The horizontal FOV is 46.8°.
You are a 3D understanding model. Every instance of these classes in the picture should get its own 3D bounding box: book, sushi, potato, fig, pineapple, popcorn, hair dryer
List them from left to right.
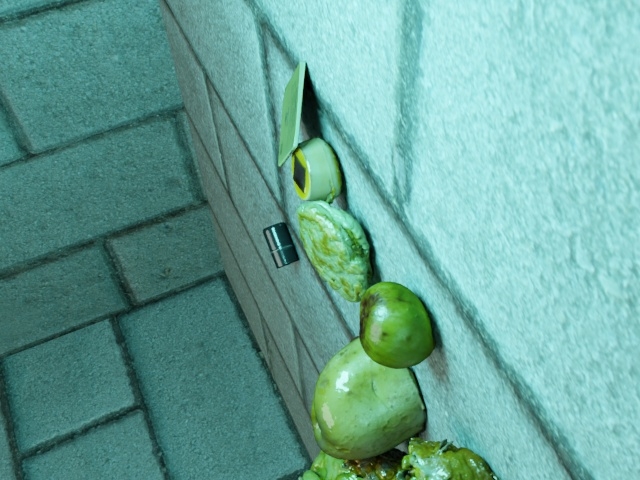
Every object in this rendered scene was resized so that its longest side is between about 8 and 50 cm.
[{"bbox_3d":[-0.118,0.019,2.194,0.219,0.071,0.124,115,135,-84],"label":"hair dryer"},{"bbox_3d":[-0.059,-0.246,1.466,0.192,0.013,0.168,158,117,-78],"label":"book"},{"bbox_3d":[0.082,0.630,1.920,0.270,0.258,0.224,-5,96,39],"label":"popcorn"},{"bbox_3d":[0.083,0.340,1.530,0.285,0.242,0.242,90,156,-50],"label":"potato"},{"bbox_3d":[0.147,0.496,1.627,0.225,0.225,0.076,178,111,-76],"label":"pineapple"},{"bbox_3d":[0.122,0.144,1.253,0.136,0.121,0.153,-149,39,-77],"label":"fig"},{"bbox_3d":[0.221,0.468,1.234,0.296,0.179,0.167,65,161,15],"label":"sushi"}]

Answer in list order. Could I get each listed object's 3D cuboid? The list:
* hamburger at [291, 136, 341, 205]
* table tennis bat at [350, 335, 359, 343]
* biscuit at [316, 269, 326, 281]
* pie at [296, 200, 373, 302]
[{"bbox_3d":[-0.005,-0.131,1.443,0.126,0.081,0.141,-145,48,-65],"label":"hamburger"},{"bbox_3d":[0.123,0.357,1.783,0.200,0.038,0.310,48,159,56],"label":"table tennis bat"},{"bbox_3d":[-0.005,0.048,1.856,0.120,0.015,0.120,160,90,-77],"label":"biscuit"},{"bbox_3d":[0.038,0.023,1.471,0.201,0.090,0.248,44,160,25],"label":"pie"}]
